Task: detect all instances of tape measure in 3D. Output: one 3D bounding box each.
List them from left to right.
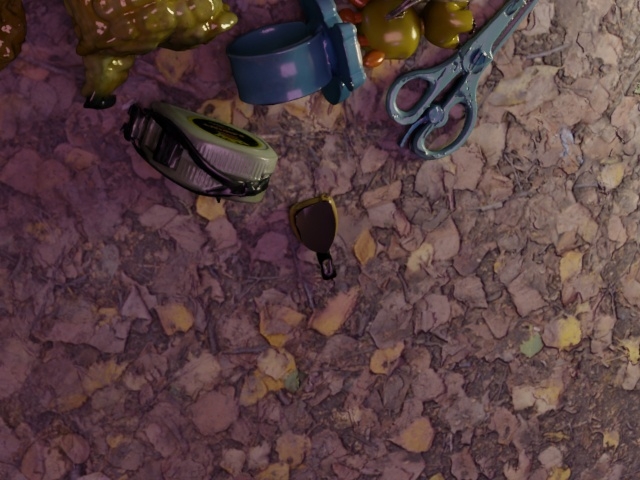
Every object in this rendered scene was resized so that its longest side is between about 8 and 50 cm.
[{"bbox_3d":[-0.198,-0.136,1.878,0.235,0.207,0.115,16,108,-24],"label":"tape measure"}]

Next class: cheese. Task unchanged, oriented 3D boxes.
[{"bbox_3d":[0.000,0.000,2.081,0.086,0.036,0.162,-21,115,-11],"label":"cheese"}]

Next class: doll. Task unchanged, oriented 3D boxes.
[{"bbox_3d":[0.138,-0.362,1.930,0.220,0.135,0.143,-6,77,-16],"label":"doll"}]

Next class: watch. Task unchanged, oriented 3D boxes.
[{"bbox_3d":[-0.049,-0.296,1.865,0.193,0.211,0.211,-21,115,-13],"label":"watch"}]

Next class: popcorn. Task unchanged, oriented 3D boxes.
[{"bbox_3d":[-0.268,-0.381,1.745,0.293,0.293,0.237,-21,78,-8],"label":"popcorn"}]

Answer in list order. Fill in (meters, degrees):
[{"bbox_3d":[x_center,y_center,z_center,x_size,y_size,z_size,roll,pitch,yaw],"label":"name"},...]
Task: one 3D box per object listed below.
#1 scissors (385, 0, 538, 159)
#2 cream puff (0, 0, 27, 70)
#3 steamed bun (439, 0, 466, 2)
[{"bbox_3d":[0.273,-0.314,2.041,0.180,0.032,0.393,39,96,-26],"label":"scissors"},{"bbox_3d":[-0.530,-0.321,1.703,0.194,0.221,0.195,-2,93,-37],"label":"cream puff"},{"bbox_3d":[0.224,-0.528,1.849,0.276,0.203,0.289,1,102,-45],"label":"steamed bun"}]
